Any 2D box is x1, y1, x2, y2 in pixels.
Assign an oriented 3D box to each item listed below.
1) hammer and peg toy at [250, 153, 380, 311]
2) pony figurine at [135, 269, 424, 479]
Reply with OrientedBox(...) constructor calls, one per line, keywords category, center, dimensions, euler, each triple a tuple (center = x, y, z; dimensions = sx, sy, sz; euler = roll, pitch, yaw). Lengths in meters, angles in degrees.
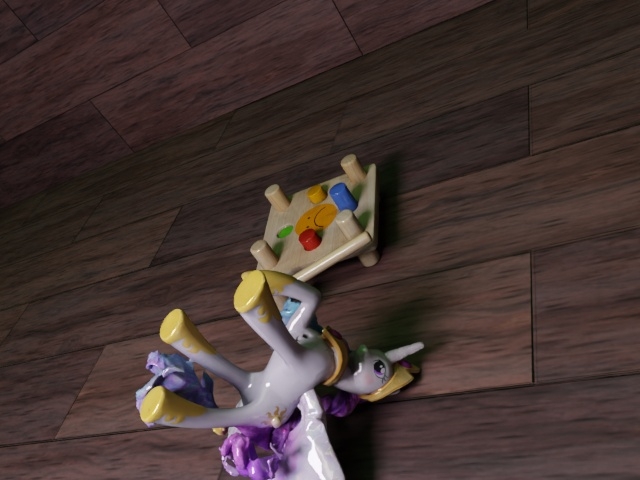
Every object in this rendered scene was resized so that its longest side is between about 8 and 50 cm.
OrientedBox(category="hammer and peg toy", center=(0.000, 0.000, 1.228), dimensions=(0.266, 0.127, 0.361), euler=(-20, 36, 21))
OrientedBox(category="pony figurine", center=(-0.059, 0.215, 0.865), dimensions=(0.351, 0.363, 0.303), euler=(-49, 39, 9))
